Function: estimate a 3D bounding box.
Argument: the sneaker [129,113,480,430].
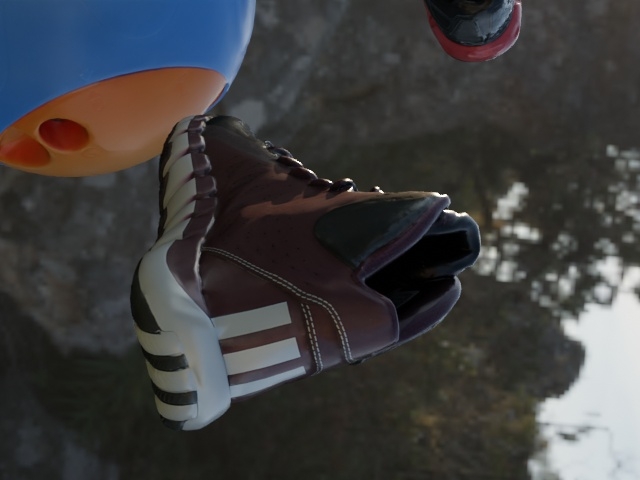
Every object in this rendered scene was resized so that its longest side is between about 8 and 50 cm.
[{"bbox_3d":[0.000,0.000,0.750,0.281,0.163,0.106,-91,169,-63],"label":"sneaker"}]

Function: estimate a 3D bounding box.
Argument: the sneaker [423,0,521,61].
[{"bbox_3d":[0.115,-0.305,1.316,0.135,0.098,0.276,31,42,-82],"label":"sneaker"}]

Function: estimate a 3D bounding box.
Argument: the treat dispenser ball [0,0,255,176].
[{"bbox_3d":[-0.193,-0.192,1.102,0.288,0.288,0.288,5,90,-87],"label":"treat dispenser ball"}]
